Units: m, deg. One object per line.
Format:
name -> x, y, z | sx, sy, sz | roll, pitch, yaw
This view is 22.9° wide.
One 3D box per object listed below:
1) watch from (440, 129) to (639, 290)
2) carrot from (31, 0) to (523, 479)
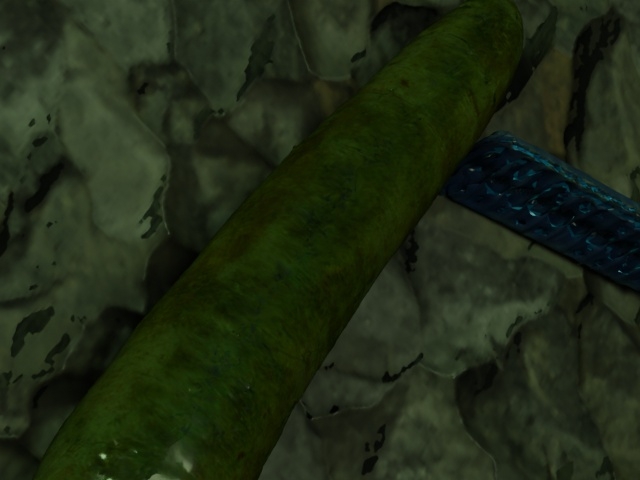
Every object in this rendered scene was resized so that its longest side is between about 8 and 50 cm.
watch -> 0.191, 0.083, 0.796 | 0.274, 0.068, 0.276 | -4, 82, -33
carrot -> 0.000, 0.000, 0.660 | 0.074, 0.074, 0.358 | 49, 54, -18
